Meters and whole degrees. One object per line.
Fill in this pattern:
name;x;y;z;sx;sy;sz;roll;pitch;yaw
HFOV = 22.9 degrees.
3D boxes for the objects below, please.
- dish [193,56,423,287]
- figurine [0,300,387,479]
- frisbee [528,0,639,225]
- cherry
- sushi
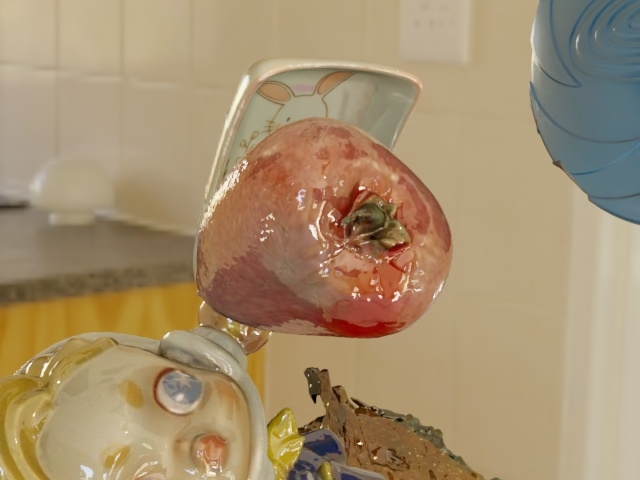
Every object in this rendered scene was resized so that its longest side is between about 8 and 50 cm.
dish;-0.023;-0.058;1.259;0.151;0.212;0.077;-1;34;-29
figurine;-0.040;0.120;0.774;0.274;0.194;0.133;0;-19;-27
frisbee;0.207;-0.125;0.869;0.242;0.242;0.045;11;-5;45
cherry;-0.001;-0.006;0.708;0.126;0.106;0.087;6;44;40
sushi;0.071;0.214;1.108;0.149;0.287;0.140;-28;31;11
